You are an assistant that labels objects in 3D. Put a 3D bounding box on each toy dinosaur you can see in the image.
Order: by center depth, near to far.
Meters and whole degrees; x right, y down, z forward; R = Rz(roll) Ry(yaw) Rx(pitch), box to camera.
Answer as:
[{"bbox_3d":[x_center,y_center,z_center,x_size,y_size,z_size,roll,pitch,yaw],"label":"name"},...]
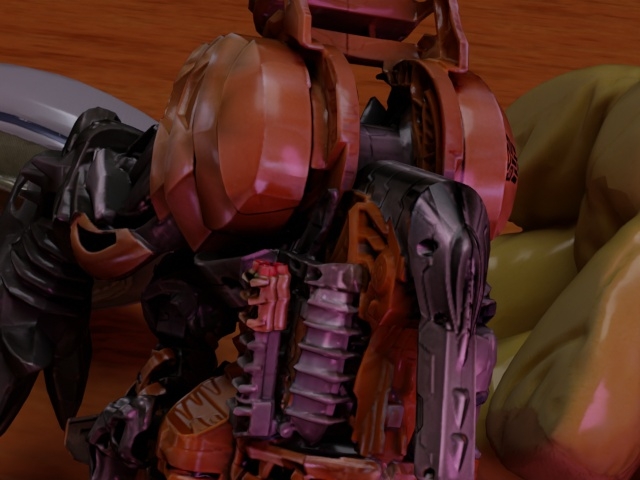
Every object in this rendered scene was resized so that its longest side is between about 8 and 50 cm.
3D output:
[{"bbox_3d":[0.000,0.000,0.449,0.164,0.218,0.322,28,69,-15],"label":"toy dinosaur"}]

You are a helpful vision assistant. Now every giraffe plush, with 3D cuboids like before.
[{"bbox_3d":[0.154,0.016,0.540,0.170,0.210,0.181,26,19,-18],"label":"giraffe plush"}]

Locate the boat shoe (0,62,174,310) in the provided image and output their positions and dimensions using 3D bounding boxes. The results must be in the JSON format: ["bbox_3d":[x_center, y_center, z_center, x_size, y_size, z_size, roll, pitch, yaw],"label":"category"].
[{"bbox_3d":[-0.185,-0.006,0.615,0.302,0.109,0.094,5,43,23],"label":"boat shoe"}]
